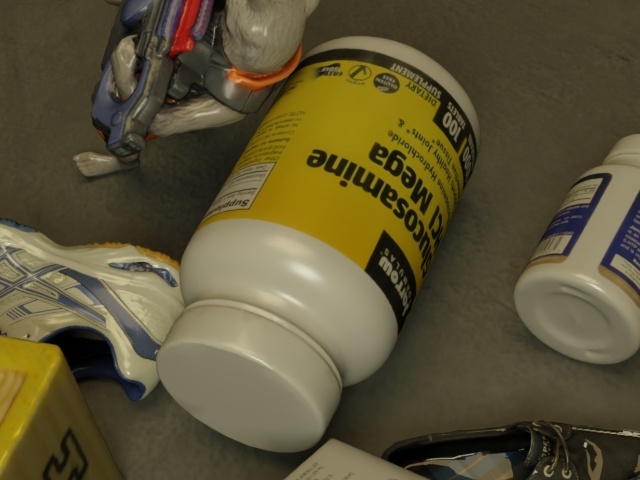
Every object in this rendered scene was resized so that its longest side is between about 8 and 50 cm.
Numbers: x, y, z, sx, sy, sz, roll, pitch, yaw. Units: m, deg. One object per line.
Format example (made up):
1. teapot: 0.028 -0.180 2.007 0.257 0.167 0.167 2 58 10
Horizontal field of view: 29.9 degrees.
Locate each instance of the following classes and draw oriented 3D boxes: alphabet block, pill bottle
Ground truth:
1. alphabet block: -0.279 0.191 0.876 0.192 0.197 0.193 7 51 16
2. pill bottle: 0.000 0.000 1.001 0.188 0.188 0.334 13 53 20
3. pill bottle: 0.249 0.001 1.009 0.112 0.112 0.186 20 56 25

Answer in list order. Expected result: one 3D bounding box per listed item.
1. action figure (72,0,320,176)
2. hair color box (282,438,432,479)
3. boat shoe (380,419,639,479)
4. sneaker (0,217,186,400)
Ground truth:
1. action figure: -0.108 -0.207 1.101 0.330 0.179 0.341 0 69 57
2. hair color box: 0.117 0.272 0.747 0.375 0.113 0.185 19 25 24
3. boat shoe: 0.153 0.168 0.903 0.229 0.076 0.080 -4 49 6
4. sneaker: -0.262 0.062 1.043 0.297 0.112 0.131 6 51 15
